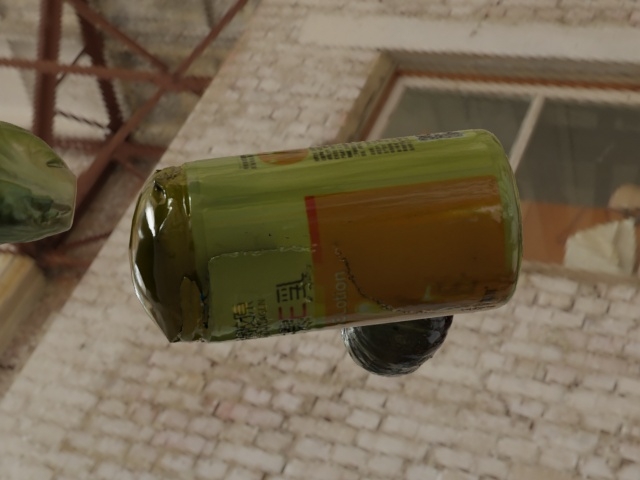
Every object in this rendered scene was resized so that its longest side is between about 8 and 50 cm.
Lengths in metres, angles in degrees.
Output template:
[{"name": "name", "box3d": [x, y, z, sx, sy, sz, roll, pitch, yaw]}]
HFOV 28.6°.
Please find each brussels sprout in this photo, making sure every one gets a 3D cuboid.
[{"name": "brussels sprout", "box3d": [-0.354, -0.055, 1.331, 0.183, 0.131, 0.145, -10, -34, 5]}]

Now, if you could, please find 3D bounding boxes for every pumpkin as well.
[{"name": "pumpkin", "box3d": [0.103, 0.080, 1.662, 0.152, 0.212, 0.212, 1, -37, -7]}]

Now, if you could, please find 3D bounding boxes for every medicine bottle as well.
[{"name": "medicine bottle", "box3d": [0.000, 0.000, 0.785, 0.238, 0.124, 0.124, -8, -39, -7]}]
